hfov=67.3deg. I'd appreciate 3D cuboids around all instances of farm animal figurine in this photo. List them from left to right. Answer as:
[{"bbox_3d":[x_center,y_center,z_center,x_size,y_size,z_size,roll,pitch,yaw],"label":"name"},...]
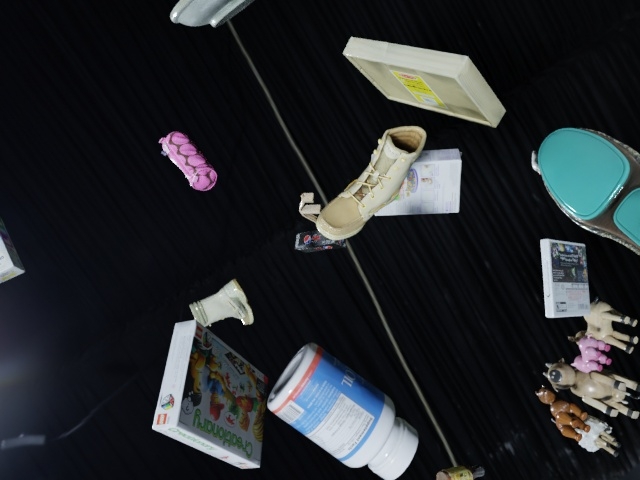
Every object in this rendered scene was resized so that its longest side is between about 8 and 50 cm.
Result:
[{"bbox_3d":[0.676,0.336,1.216,0.331,0.326,0.172,-58,28,-4],"label":"farm animal figurine"}]

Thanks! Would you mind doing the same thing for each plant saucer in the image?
[{"bbox_3d":[-0.275,-0.767,1.488,0.400,0.101,0.401,-31,23,14],"label":"plant saucer"}]

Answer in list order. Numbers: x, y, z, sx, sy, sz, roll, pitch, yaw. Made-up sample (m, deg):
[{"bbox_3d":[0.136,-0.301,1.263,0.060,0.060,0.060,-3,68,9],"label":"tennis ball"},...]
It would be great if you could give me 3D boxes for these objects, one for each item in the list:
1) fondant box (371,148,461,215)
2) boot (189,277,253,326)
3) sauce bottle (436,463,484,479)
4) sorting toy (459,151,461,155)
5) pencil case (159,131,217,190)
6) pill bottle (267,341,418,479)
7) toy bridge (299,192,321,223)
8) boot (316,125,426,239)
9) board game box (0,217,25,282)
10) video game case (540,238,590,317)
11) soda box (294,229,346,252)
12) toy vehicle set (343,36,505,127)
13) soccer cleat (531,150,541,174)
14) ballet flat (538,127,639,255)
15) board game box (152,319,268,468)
[{"bbox_3d":[0.367,-0.221,1.858,0.329,0.239,0.096,-2,39,9],"label":"fondant box"},{"bbox_3d":[-0.294,0.216,1.442,0.165,0.077,0.213,-29,-35,-15],"label":"boot"},{"bbox_3d":[0.323,0.536,1.100,0.128,0.042,0.042,2,-12,-31],"label":"sauce bottle"},{"bbox_3d":[0.521,-0.311,1.923,0.083,0.044,0.075,124,167,-50],"label":"sorting toy"},{"bbox_3d":[-0.410,-0.246,1.488,0.095,0.209,0.098,-51,-26,15],"label":"pencil case"},{"bbox_3d":[0.038,0.271,0.754,0.124,0.221,0.124,-53,4,5],"label":"pill bottle"},{"bbox_3d":[-0.030,-0.092,1.429,0.063,0.026,0.188,1,-21,16],"label":"toy bridge"},{"bbox_3d":[0.109,-0.124,1.015,0.261,0.095,0.204,-33,-19,-32],"label":"boot"},{"bbox_3d":[-0.375,0.018,0.445,0.154,0.104,0.026,-28,-10,-15],"label":"board game box"},{"bbox_3d":[0.569,0.088,1.113,0.190,0.174,0.022,5,-9,-38],"label":"video game case"},{"bbox_3d":[0.000,0.000,1.541,0.168,0.054,0.060,-8,-19,38],"label":"soda box"},{"bbox_3d":[0.181,-0.286,0.862,0.266,0.166,0.035,33,95,43],"label":"toy vehicle set"},{"bbox_3d":[0.731,-0.252,1.427,0.196,0.076,0.068,-10,-10,13],"label":"soccer cleat"},{"bbox_3d":[0.571,-0.057,0.863,0.164,0.181,0.483,-59,20,23],"label":"ballet flat"},{"bbox_3d":[-0.198,0.311,0.944,0.053,0.305,0.193,-12,52,18],"label":"board game box"}]
